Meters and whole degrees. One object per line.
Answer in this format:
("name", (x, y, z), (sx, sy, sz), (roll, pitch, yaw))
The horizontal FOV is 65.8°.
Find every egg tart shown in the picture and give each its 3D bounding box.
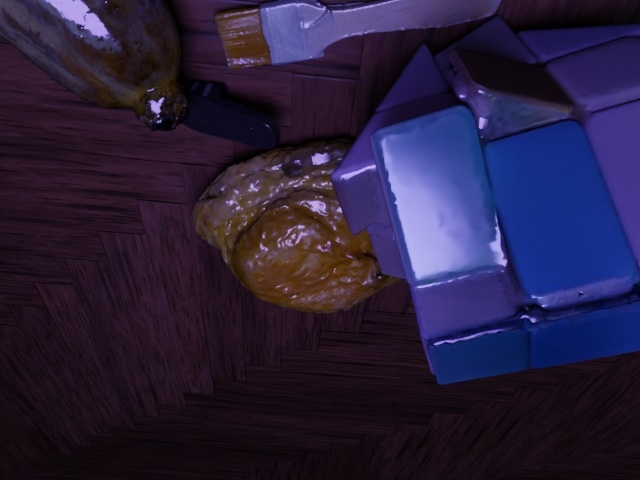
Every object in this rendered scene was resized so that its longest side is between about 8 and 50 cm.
("egg tart", (0.000, 0.000, 0.768), (0.339, 0.153, 0.351), (-27, 130, 23))

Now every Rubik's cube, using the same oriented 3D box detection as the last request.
("Rubik's cube", (0.226, -0.044, 0.549), (0.387, 0.368, 0.358), (-14, 134, 9))

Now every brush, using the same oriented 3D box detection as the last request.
("brush", (0.043, -0.263, 0.589), (0.337, 0.020, 0.085), (-5, 134, 7))

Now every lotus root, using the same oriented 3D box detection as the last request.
("lotus root", (-0.264, -0.246, 0.533), (0.173, 0.173, 0.309), (-27, 127, 27))

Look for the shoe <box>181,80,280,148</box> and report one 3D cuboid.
("shoe", (-0.128, -0.175, 0.665), (0.179, 0.049, 0.071), (21, 149, 14))
